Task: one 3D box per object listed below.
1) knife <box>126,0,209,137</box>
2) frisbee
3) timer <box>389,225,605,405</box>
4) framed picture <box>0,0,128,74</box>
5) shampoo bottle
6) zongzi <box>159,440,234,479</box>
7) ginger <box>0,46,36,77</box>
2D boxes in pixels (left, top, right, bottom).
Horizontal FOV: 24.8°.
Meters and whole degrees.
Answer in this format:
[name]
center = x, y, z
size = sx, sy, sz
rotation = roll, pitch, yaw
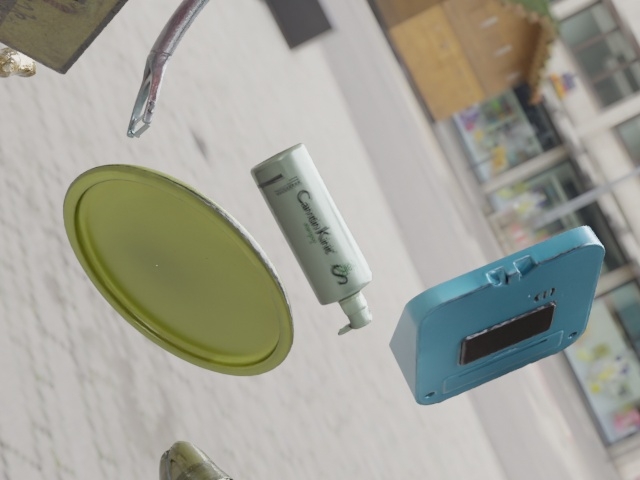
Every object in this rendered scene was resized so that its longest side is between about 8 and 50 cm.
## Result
[knife]
center = -0.175, -0.263, 1.866
size = 0.053, 0.278, 0.123
rotation = 33, -15, -17
[frisbee]
center = -0.121, 0.027, 1.240
size = 0.017, 0.236, 0.236
rotation = -52, 125, -35
[timer]
center = 0.197, 0.071, 1.661
size = 0.250, 0.232, 0.091
rotation = 90, -23, -61
[framed picture]
center = -0.380, -0.299, 1.523
size = 0.339, 0.255, 0.014
rotation = 28, 63, -19
[shampoo bottle]
center = 0.000, 0.000, 1.972
size = 0.262, 0.085, 0.085
rotation = 62, 8, -6
[zongzi]
center = -0.216, 0.447, 2.194
size = 0.112, 0.242, 0.221
rotation = 40, 1, -44
[ginger]
center = -0.421, -0.241, 1.960
size = 0.057, 0.044, 0.137
rotation = 43, 12, 0
